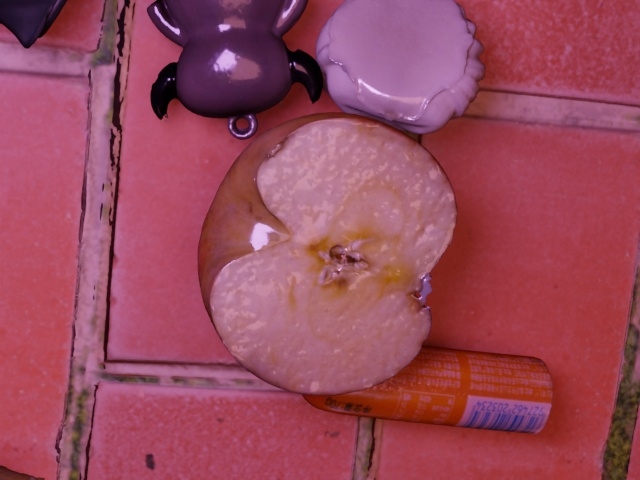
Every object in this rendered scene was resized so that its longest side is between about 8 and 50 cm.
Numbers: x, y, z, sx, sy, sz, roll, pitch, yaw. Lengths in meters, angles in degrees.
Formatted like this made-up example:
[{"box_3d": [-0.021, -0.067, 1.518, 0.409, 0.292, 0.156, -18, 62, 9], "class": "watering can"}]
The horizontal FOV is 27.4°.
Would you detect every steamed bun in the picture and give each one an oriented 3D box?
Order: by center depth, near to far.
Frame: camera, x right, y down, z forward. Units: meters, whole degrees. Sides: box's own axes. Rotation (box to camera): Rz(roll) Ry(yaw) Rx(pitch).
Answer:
[{"box_3d": [0.085, -0.192, 1.402, 0.183, 0.106, 0.182, 2, 70, -4], "class": "steamed bun"}]

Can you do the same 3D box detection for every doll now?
[{"box_3d": [-0.096, -0.233, 1.352, 0.182, 0.117, 0.257, -8, 100, 4], "class": "doll"}]

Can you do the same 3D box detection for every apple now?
[{"box_3d": [0.000, 0.000, 1.400, 0.251, 0.163, 0.292, 20, 101, -22], "class": "apple"}]

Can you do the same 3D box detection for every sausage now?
[{"box_3d": [0.104, 0.164, 1.497, 0.312, 0.093, 0.092, 7, 99, -16], "class": "sausage"}]

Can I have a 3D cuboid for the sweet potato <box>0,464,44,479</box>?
[{"box_3d": [-0.465, 0.295, 1.351, 0.370, 0.158, 0.157, -7, 102, -20], "class": "sweet potato"}]

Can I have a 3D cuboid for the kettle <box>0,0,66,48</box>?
[{"box_3d": [-0.364, -0.355, 1.247, 0.308, 0.262, 0.203, 25, 129, -21], "class": "kettle"}]
